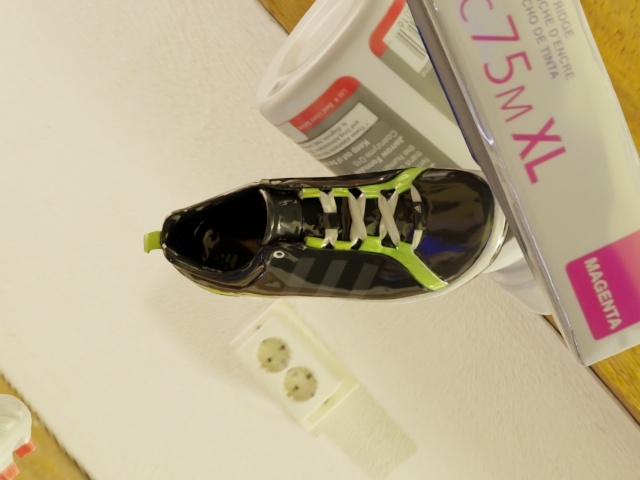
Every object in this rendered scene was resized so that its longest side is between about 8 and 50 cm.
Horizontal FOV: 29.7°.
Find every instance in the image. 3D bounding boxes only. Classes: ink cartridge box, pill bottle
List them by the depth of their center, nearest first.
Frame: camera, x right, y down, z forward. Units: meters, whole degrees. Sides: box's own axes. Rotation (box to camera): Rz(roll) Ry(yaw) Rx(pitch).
[{"bbox_3d":[0.090,-0.089,0.611,0.065,0.311,0.185,-24,-70,5],"label":"ink cartridge box"},{"bbox_3d":[0.105,-0.076,0.929,0.283,0.161,0.161,38,-85,-18],"label":"pill bottle"}]

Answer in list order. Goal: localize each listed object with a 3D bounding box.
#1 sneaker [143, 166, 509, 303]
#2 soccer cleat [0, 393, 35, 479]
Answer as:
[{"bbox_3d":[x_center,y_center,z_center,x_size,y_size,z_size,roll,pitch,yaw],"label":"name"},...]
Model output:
[{"bbox_3d":[0.000,0.000,0.760,0.235,0.097,0.084,-9,-101,20],"label":"sneaker"},{"bbox_3d":[-0.177,0.088,0.458,0.068,0.196,0.076,-35,-89,22],"label":"soccer cleat"}]
